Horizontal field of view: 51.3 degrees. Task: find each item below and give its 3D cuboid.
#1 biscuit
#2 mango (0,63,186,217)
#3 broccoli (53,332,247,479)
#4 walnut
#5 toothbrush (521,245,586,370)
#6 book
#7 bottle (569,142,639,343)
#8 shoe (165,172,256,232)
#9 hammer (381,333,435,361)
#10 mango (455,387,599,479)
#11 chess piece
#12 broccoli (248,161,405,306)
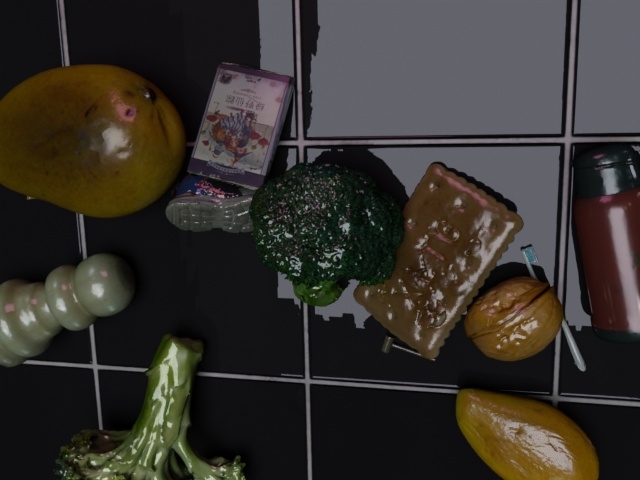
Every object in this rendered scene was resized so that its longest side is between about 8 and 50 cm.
[{"bbox_3d":[0.209,0.039,1.250,0.217,0.044,0.325,38,108,24],"label":"biscuit"},{"bbox_3d":[-0.475,-0.187,1.314,0.444,0.220,0.302,-6,106,23],"label":"mango"},{"bbox_3d":[-0.382,0.412,1.404,0.352,0.274,0.398,-19,107,-28],"label":"broccoli"},{"bbox_3d":[0.358,0.144,1.222,0.180,0.144,0.144,-40,91,13],"label":"walnut"},{"bbox_3d":[0.441,0.131,1.261,0.026,0.022,0.263,-23,95,28],"label":"toothbrush"},{"bbox_3d":[-0.153,-0.223,1.286,0.157,0.026,0.231,15,85,10],"label":"book"},{"bbox_3d":[0.515,0.000,1.156,0.143,0.144,0.337,-13,97,15],"label":"bottle"},{"bbox_3d":[-0.194,-0.088,1.336,0.227,0.126,0.099,-2,139,-10],"label":"shoe"},{"bbox_3d":[0.179,0.223,1.344,0.110,0.019,0.036,19,105,3],"label":"hammer"},{"bbox_3d":[0.396,0.387,1.274,0.316,0.119,0.177,29,113,11],"label":"mango"},{"bbox_3d":[-0.551,0.132,1.420,0.330,0.182,0.183,-21,96,11],"label":"chess piece"},{"bbox_3d":[0.000,0.000,1.223,0.297,0.298,0.297,24,128,7],"label":"broccoli"}]
